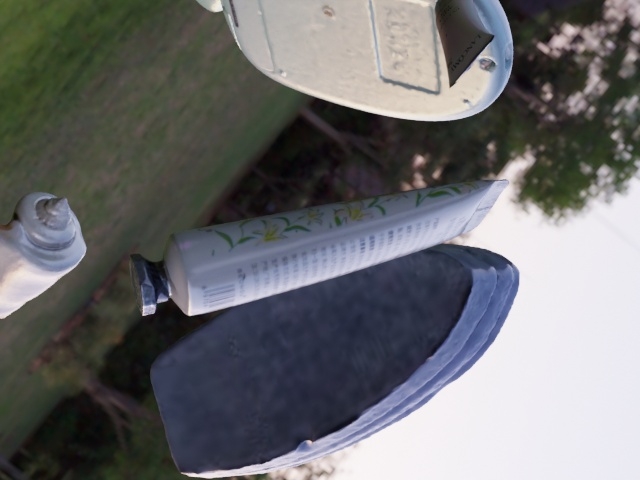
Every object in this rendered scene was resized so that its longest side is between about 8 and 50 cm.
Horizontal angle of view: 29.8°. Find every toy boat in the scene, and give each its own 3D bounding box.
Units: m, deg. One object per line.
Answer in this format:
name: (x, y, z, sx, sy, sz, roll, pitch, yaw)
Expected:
toy boat: (0.008, 0.079, 0.849, 0.283, 0.127, 0.078, -27, 158, 20)

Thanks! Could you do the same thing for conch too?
conch: (-0.322, 0.014, 1.289, 0.176, 0.094, 0.104, -33, 173, 33)

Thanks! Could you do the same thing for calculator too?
calculator: (0.007, -0.174, 0.904, 0.042, 0.295, 0.184, -53, 150, -30)

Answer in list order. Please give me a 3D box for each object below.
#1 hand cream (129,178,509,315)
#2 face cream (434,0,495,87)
hand cream: (0.000, 0.000, 0.614, 0.194, 0.042, 0.067, -14, 156, -16)
face cream: (0.083, -0.122, 0.704, 0.038, 0.020, 0.115, -49, -161, 22)
